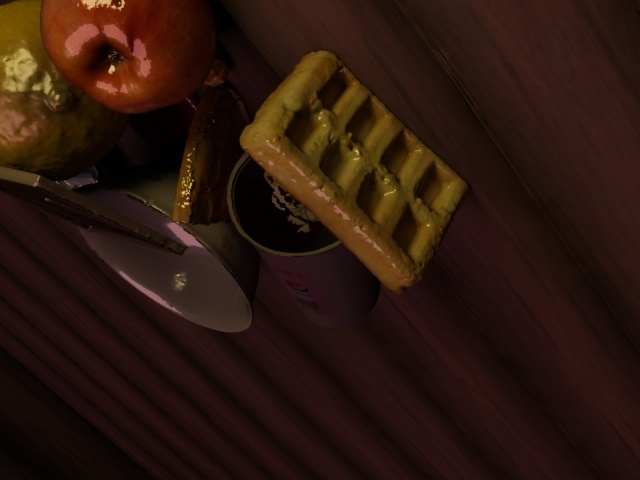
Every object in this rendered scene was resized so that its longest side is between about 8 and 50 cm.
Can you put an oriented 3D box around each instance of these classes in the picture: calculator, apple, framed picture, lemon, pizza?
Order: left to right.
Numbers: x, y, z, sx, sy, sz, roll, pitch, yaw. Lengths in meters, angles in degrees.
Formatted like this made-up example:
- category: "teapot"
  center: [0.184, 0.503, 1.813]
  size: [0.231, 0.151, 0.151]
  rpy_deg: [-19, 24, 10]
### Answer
- category: "lemon"
  center: [-0.382, -0.203, 1.355]
  size: [0.245, 0.245, 0.320]
  rpy_deg: [47, 168, -24]
- category: "framed picture"
  center: [-0.346, -0.046, 1.360]
  size: [0.211, 0.020, 0.289]
  rpy_deg: [13, 169, 36]
- category: "apple"
  center: [-0.225, -0.246, 1.173]
  size: [0.209, 0.164, 0.209]
  rpy_deg: [2, 134, 2]
- category: "calculator"
  center: [-0.245, -0.197, 1.455]
  size: [0.190, 0.034, 0.126]
  rpy_deg: [-5, 132, 50]
- category: "pizza"
  center: [-0.152, -0.085, 1.360]
  size: [0.080, 0.204, 0.188]
  rpy_deg: [7, 150, 25]

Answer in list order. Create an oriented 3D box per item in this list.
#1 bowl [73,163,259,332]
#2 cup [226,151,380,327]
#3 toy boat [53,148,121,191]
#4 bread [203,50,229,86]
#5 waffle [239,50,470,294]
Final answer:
- category: "bowl"
  center: [-0.211, -0.018, 1.570]
  size: [0.345, 0.157, 0.345]
  rpy_deg: [27, 152, 16]
- category: "cup"
  center: [0.000, 0.000, 1.358]
  size: [0.203, 0.203, 0.288]
  rpy_deg: [23, 157, 22]
- category: "toy boat"
  center: [-0.447, -0.158, 1.632]
  size: [0.145, 0.133, 0.332]
  rpy_deg: [5, 142, 43]
- category: "bread"
  center: [-0.188, -0.239, 1.306]
  size: [0.157, 0.044, 0.052]
  rpy_deg: [20, 156, 29]
- category: "waffle"
  center: [0.048, -0.082, 1.167]
  size: [0.274, 0.168, 0.057]
  rpy_deg: [43, 146, -14]
